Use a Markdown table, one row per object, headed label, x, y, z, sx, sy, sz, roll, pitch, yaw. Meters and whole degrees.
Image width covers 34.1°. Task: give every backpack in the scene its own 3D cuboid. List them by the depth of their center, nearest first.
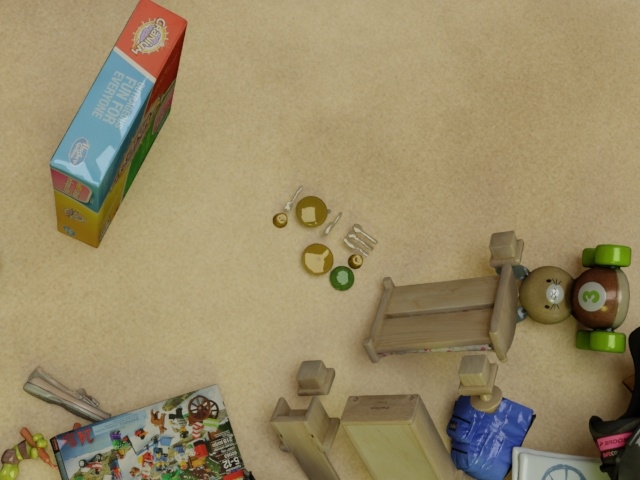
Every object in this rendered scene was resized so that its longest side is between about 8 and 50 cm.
| label | x | y | z | sx | sy | sz | roll | pitch | yaw |
| --- | --- | --- | --- | --- | --- | --- | --- | --- | --- |
| backpack | 0.231 | 0.280 | 1.490 | 0.101 | 0.098 | 0.120 | 23 | 82 | -8 |

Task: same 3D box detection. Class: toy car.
| label | x | y | z | sx | sy | sz | roll | pitch | yaw |
| --- | --- | --- | --- | --- | --- | --- | --- | --- | --- |
| toy car | 0.351 | 0.081 | 1.549 | 0.188 | 0.149 | 0.155 | 5 | 86 | 0 |

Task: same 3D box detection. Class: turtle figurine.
| label | x | y | z | sx | sy | sz | roll | pitch | yaw |
| --- | --- | --- | --- | --- | --- | --- | --- | --- | --- |
| turtle figurine | -0.446 | 0.306 | 1.337 | 0.217 | 0.087 | 0.269 | 40 | 58 | -16 |

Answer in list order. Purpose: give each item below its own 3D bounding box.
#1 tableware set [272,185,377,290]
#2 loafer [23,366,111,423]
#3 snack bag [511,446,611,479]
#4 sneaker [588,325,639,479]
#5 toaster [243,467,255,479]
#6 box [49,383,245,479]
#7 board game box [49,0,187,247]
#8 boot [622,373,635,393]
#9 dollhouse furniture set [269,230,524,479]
| label | x | y | z | sx | sy | sz | roll | pitch | yaw |
| --- | --- | --- | --- | --- | --- | --- | --- | --- | --- |
| tableware set | 0.000 | 0.000 | 1.546 | 0.154 | 0.024 | 0.104 | 35 | 75 | -3 |
| loafer | -0.337 | 0.209 | 1.409 | 0.125 | 0.045 | 0.039 | 24 | 66 | -3 |
| snack bag | 0.412 | 0.460 | 1.450 | 0.342 | 0.037 | 0.323 | 8 | 74 | -19 |
| sneaker | 0.440 | 0.328 | 1.394 | 0.202 | 0.185 | 0.483 | 23 | 60 | -7 |
| toaster | -0.051 | 0.421 | 1.361 | 0.185 | 0.110 | 0.168 | 38 | 70 | -21 |
| box | -0.221 | 0.301 | 1.384 | 0.233 | 0.044 | 0.159 | -15 | 80 | -29 |
| board game box | -0.266 | -0.140 | 1.366 | 0.064 | 0.316 | 0.242 | 26 | 73 | -5 |
| boot | 0.589 | 0.156 | 1.606 | 0.280 | 0.096 | 0.264 | -33 | 65 | 0 |
| dollhouse furniture set | 0.137 | 0.177 | 1.496 | 0.174 | 0.303 | 0.355 | 63 | 33 | -34 |
